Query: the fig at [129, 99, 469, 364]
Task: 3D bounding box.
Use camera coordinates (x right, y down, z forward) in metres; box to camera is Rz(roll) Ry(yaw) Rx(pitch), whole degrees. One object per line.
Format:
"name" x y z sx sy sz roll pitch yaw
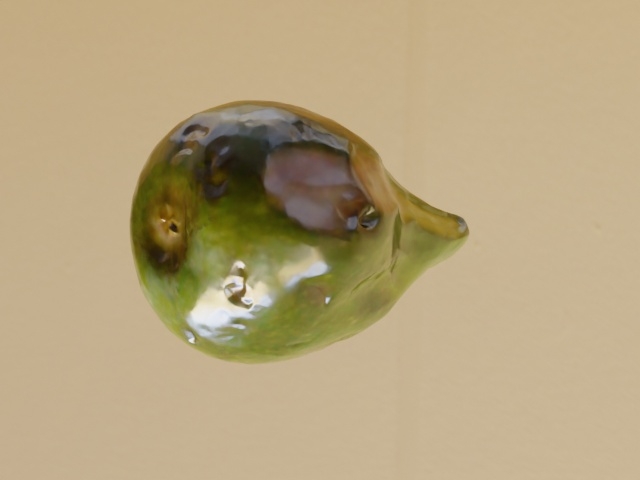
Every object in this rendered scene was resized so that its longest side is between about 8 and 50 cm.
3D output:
"fig" 0.000 0.000 1.191 0.206 0.275 0.206 -12 -105 51
